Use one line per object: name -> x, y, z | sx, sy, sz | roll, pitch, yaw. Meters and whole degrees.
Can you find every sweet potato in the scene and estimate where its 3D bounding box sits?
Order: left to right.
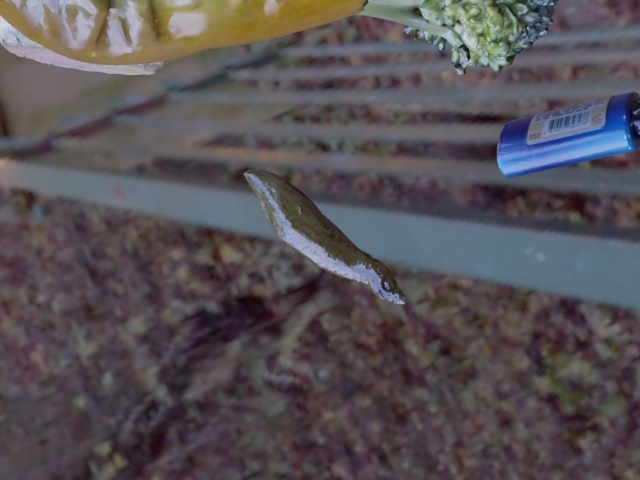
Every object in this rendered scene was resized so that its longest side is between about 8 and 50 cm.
sweet potato -> 0.001, 0.000, 1.200 | 0.153, 0.038, 0.041 | 39, -176, 0

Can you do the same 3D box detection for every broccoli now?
broccoli -> 0.111, -0.257, 1.604 | 0.247, 0.243, 0.263 | 106, 155, -55

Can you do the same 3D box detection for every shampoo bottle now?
shampoo bottle -> 0.281, -0.116, 1.711 | 0.183, 0.087, 0.050 | -12, 121, 28

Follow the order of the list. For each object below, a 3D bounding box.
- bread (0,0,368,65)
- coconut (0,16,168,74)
bread -> -0.101, -0.181, 0.820 | 0.262, 0.162, 0.204 | 19, 142, 15
coconut -> -0.164, -0.203, 1.178 | 0.147, 0.147, 0.153 | 1, 82, 63
